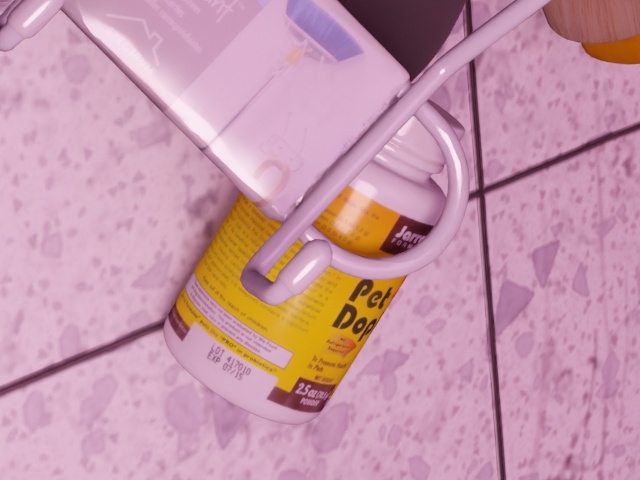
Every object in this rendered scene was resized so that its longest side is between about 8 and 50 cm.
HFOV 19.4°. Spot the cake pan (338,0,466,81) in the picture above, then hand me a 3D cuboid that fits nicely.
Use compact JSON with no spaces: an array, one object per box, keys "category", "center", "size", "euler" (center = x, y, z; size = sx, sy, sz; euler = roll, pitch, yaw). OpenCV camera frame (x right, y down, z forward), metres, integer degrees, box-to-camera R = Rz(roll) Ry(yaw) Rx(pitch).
[{"category":"cake pan","center":[0.000,-0.207,1.205],"size":[0.293,0.054,0.293],"euler":[-13,110,-40]}]

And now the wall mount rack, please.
[{"category":"wall mount rack","center":[-0.001,-0.145,1.024],"size":[0.350,0.130,0.304],"euler":[44,84,-15]}]

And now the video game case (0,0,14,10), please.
[{"category":"video game case","center":[-0.142,-0.204,1.062],"size":[0.157,0.019,0.143],"euler":[-6,106,-21]}]

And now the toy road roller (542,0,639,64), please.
[{"category":"toy road roller","center":[0.309,-0.281,1.338],"size":[0.329,0.240,0.202],"euler":[-46,130,-24]}]

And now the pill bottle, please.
[{"category":"pill bottle","center":[0.000,0.000,1.175],"size":[0.117,0.117,0.215],"euler":[20,107,-44]}]
